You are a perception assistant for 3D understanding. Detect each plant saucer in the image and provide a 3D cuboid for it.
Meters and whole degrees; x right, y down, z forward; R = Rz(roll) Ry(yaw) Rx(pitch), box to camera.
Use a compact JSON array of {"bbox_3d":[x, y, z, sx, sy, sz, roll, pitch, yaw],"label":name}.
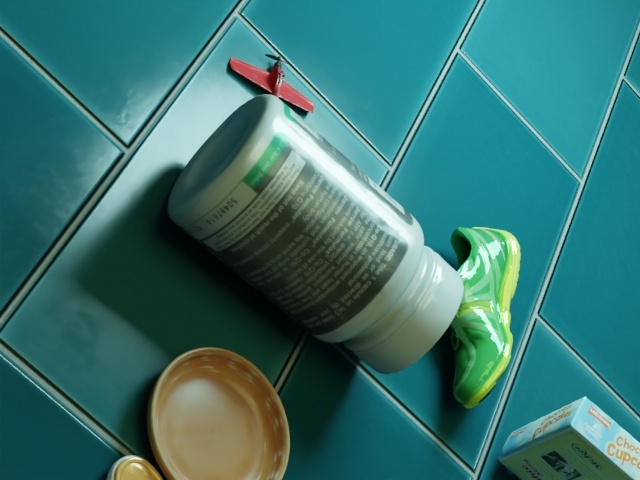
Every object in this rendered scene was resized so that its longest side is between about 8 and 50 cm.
[{"bbox_3d":[-0.125,0.227,1.541,0.200,0.037,0.200,19,57,-33],"label":"plant saucer"}]

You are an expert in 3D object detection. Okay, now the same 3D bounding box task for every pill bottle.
[{"bbox_3d":[0.000,0.000,1.652,0.361,0.204,0.204,40,47,-19],"label":"pill bottle"}]

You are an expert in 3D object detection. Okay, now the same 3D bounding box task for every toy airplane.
[{"bbox_3d":[-0.067,-0.204,1.825,0.151,0.028,0.151,19,56,-32],"label":"toy airplane"}]

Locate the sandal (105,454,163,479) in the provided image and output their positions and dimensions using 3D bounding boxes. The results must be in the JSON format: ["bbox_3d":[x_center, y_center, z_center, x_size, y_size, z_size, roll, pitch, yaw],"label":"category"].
[{"bbox_3d":[-0.149,0.354,1.424,0.102,0.076,0.265,-30,90,-46],"label":"sandal"}]

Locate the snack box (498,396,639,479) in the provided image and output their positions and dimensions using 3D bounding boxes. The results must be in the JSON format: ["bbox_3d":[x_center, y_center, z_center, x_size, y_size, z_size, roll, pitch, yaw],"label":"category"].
[{"bbox_3d":[0.422,0.362,1.790,0.322,0.187,0.060,41,56,-5],"label":"snack box"}]

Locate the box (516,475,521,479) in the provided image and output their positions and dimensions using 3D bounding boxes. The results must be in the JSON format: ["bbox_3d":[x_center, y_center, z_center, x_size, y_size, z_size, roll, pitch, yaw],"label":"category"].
[{"bbox_3d":[0.344,0.354,1.903,0.137,0.027,0.094,15,60,-36],"label":"box"}]

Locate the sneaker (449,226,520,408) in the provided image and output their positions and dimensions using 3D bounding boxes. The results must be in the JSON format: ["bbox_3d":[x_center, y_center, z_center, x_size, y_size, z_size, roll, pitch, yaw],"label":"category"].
[{"bbox_3d":[0.214,0.110,1.879,0.123,0.109,0.295,16,57,-10],"label":"sneaker"}]
